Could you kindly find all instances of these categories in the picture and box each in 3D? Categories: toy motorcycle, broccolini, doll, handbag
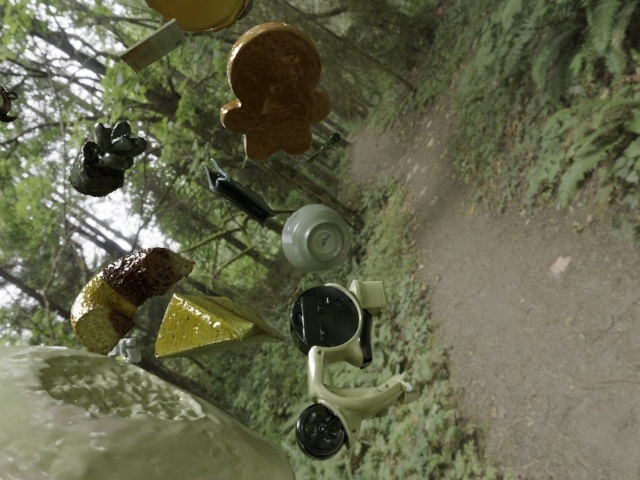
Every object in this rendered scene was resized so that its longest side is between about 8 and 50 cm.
[{"bbox_3d":[-0.758,0.437,1.568,0.074,0.228,0.151,4,-71,-55],"label":"toy motorcycle"},{"bbox_3d":[0.011,-0.275,1.196,0.140,0.030,0.035,-45,-18,-26],"label":"broccolini"},{"bbox_3d":[-1.111,-0.440,1.286,0.257,0.182,0.117,-23,0,-23],"label":"doll"},{"bbox_3d":[-0.293,-0.173,1.454,0.079,0.247,0.260,-48,35,3],"label":"handbag"}]

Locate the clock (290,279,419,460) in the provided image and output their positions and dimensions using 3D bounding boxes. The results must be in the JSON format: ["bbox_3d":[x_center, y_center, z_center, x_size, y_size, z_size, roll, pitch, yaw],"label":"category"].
[{"bbox_3d":[0.066,0.269,0.914,0.120,0.276,0.379,99,164,-56],"label":"clock"}]

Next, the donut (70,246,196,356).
[{"bbox_3d":[-0.446,0.105,0.920,0.295,0.151,0.112,-46,-43,-20],"label":"donut"}]

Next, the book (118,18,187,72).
[{"bbox_3d":[-0.443,-0.516,1.084,0.172,0.012,0.118,-34,5,-2],"label":"book"}]

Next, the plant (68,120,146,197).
[{"bbox_3d":[-0.623,-0.242,1.195,0.274,0.149,0.146,-32,-18,35],"label":"plant"}]

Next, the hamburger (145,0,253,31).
[{"bbox_3d":[-0.385,-0.870,1.240,0.396,0.395,0.277,-54,25,34],"label":"hamburger"}]

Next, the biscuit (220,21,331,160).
[{"bbox_3d":[-0.107,-0.339,0.970,0.355,0.275,0.052,89,166,-55],"label":"biscuit"}]

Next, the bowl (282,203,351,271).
[{"bbox_3d":[0.000,0.000,1.180,0.211,0.211,0.112,-57,18,-5],"label":"bowl"}]

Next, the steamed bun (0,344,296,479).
[{"bbox_3d":[-0.276,0.331,0.393,0.290,0.455,0.371,88,-160,-83],"label":"steamed bun"}]

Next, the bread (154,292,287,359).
[{"bbox_3d":[-0.310,0.322,1.274,0.233,0.361,0.245,17,-89,-52],"label":"bread"}]
